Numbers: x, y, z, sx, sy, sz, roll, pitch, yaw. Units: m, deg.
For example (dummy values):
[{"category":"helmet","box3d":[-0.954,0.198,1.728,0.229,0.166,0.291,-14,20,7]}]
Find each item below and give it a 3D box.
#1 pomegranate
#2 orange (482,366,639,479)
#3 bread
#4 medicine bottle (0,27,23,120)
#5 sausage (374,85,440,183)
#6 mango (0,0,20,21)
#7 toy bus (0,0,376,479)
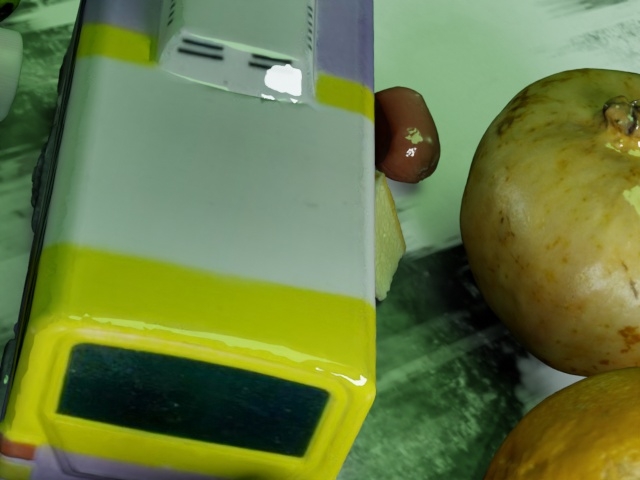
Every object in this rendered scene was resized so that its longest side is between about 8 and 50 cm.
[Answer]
[{"category":"pomegranate","box3d":[0.219,-0.015,1.376,0.248,0.248,0.248,17,42,-16]},{"category":"orange","box3d":[0.212,0.207,1.125,0.261,0.261,0.261,17,42,-16]},{"category":"bread","box3d":[0.000,0.000,1.392,0.109,0.080,0.084,-1,38,17]},{"category":"medicine bottle","box3d":[-0.342,-0.140,1.267,0.260,0.095,0.095,10,44,-21]},{"category":"sausage","box3d":[0.068,-0.087,1.489,0.054,0.059,0.094,12,41,-30]},{"category":"mango","box3d":[-0.294,-0.201,1.373,0.165,0.074,0.091,-16,56,-41]},{"category":"toy bus","box3d":[-0.081,-0.027,1.170,0.209,0.249,0.440,12,44,-10]}]
